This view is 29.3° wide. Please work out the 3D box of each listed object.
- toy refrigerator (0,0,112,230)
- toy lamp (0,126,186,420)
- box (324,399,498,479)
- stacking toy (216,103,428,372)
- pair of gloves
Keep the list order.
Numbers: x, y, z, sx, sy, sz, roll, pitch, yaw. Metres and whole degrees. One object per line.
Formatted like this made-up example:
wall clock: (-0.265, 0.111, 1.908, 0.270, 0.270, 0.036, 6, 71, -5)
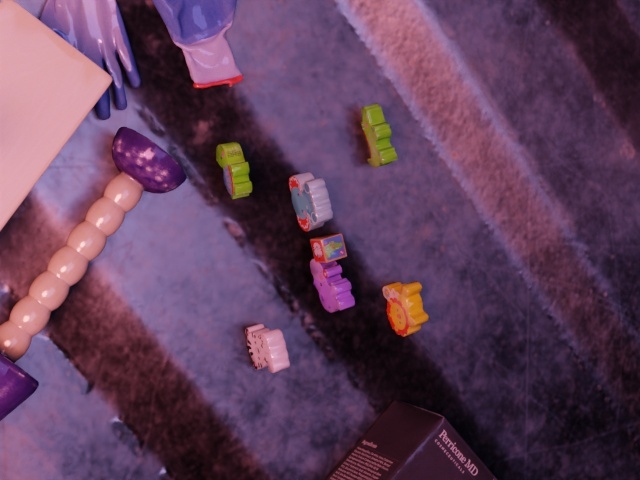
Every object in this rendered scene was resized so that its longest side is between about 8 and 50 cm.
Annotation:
toy refrigerator: (-0.285, -0.046, 0.938, 0.102, 0.094, 0.269, 37, 80, -18)
toy lamp: (-0.214, 0.037, 0.993, 0.080, 0.080, 0.274, 42, 76, -23)
box: (0.087, 0.264, 1.150, 0.158, 0.093, 0.156, -47, 112, -17)
stacking toy: (0.000, 0.000, 1.115, 0.167, 0.052, 0.221, -16, 99, -26)
pair of gloves: (-0.154, -0.192, 1.037, 0.198, 0.023, 0.159, -18, 101, -25)
